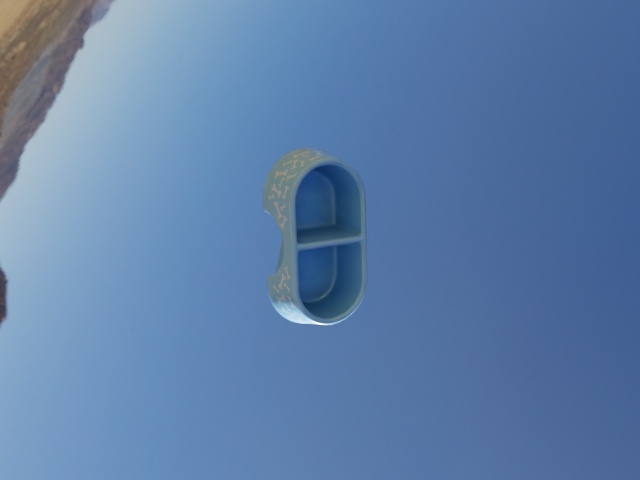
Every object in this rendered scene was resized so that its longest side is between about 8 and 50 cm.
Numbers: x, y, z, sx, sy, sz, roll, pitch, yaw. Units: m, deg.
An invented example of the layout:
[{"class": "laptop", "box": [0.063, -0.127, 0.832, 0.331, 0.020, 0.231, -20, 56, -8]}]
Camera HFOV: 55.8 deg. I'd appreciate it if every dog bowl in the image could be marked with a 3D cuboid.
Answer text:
[{"class": "dog bowl", "box": [0.000, 0.000, 0.981, 0.074, 0.166, 0.297, 17, -68, 58]}]
